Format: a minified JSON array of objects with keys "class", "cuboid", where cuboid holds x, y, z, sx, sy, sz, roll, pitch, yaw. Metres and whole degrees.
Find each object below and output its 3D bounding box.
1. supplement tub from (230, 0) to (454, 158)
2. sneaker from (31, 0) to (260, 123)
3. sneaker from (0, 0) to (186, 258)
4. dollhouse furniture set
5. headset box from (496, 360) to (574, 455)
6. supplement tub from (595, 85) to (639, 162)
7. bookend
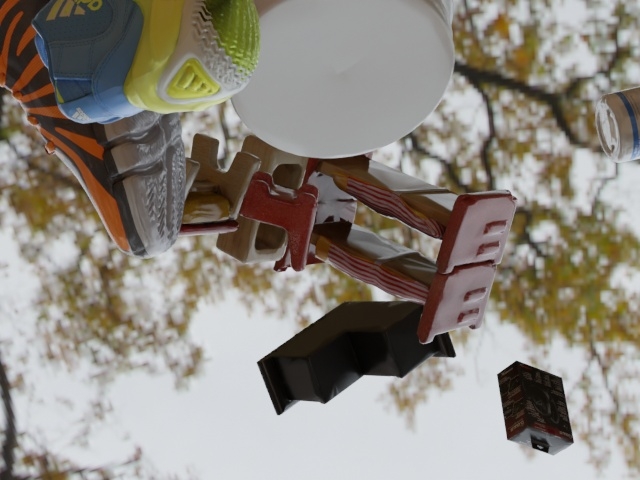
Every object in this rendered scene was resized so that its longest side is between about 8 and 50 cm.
[{"class":"supplement tub","cuboid":[-0.003,-0.215,1.155,0.191,0.191,0.272,-11,-133,0]},{"class":"sneaker","cuboid":[-0.097,-0.152,0.788,0.126,0.091,0.240,-19,-140,19]},{"class":"sneaker","cuboid":[-0.224,-0.127,1.150,0.180,0.321,0.124,-15,-175,15]},{"class":"dollhouse furniture set","cuboid":[0.000,0.000,1.404,0.201,0.152,0.374,26,-161,33]},{"class":"headset box","cuboid":[0.207,0.165,1.418,0.062,0.032,0.083,21,-133,-30]},{"class":"supplement tub","cuboid":[0.330,-0.120,1.444,0.107,0.071,0.071,-13,-142,-8]},{"class":"bookend","cuboid":[0.041,0.134,1.675,0.157,0.072,0.156,-4,-158,47]}]
